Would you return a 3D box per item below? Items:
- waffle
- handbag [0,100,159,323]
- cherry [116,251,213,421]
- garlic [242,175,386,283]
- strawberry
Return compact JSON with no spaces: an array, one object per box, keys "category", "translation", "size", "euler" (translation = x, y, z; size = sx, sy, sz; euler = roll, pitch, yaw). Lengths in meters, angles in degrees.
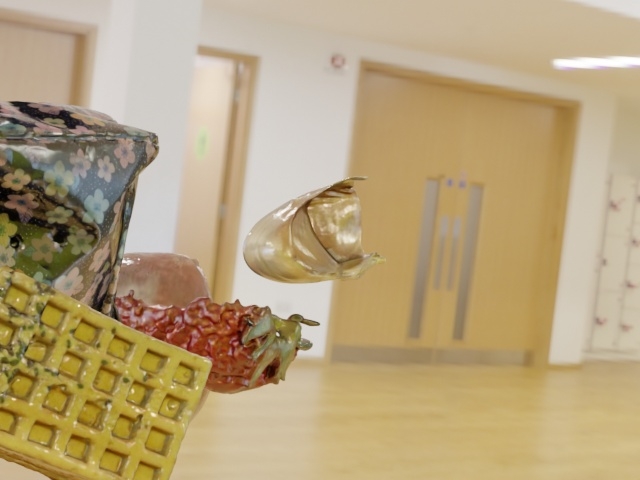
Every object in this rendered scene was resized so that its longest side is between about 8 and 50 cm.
[{"category":"waffle","translation":[-0.147,0.088,0.687],"size":[0.148,0.102,0.042],"euler":[29,-20,-23]},{"category":"handbag","translation":[-0.216,0.006,0.809],"size":[0.127,0.207,0.229],"euler":[24,16,30]},{"category":"cherry","translation":[-0.261,0.148,1.584],"size":[0.261,0.307,0.221],"euler":[39,9,-6]},{"category":"garlic","translation":[-0.010,-0.008,1.189],"size":[0.124,0.099,0.174],"euler":[-6,9,31]},{"category":"strawberry","translation":[-0.120,0.106,1.138],"size":[0.208,0.087,0.167],"euler":[-2,-15,29]}]
